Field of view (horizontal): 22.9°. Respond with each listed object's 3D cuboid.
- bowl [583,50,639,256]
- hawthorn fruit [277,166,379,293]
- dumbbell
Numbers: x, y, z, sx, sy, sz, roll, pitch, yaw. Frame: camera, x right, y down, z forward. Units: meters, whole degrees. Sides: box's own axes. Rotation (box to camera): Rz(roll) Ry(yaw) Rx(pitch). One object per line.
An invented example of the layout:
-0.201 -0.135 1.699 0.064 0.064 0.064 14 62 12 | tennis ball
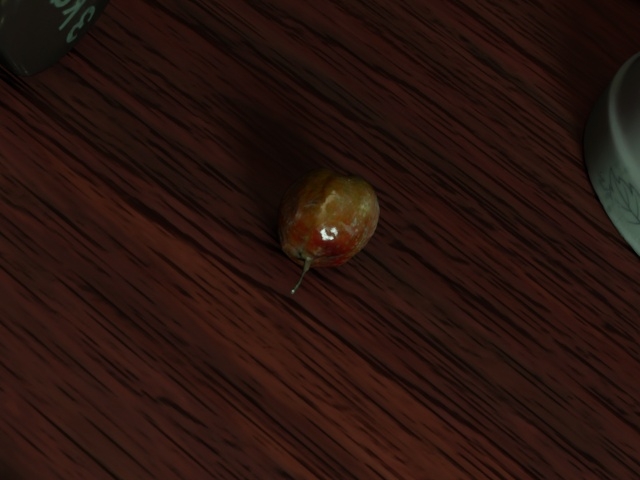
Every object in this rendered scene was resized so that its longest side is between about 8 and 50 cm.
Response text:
0.360 -0.076 1.210 0.286 0.144 0.287 12 47 -14 | bowl
0.000 0.000 1.036 0.066 0.067 0.103 21 57 -6 | hawthorn fruit
-0.249 -0.222 1.069 0.225 0.140 0.124 36 81 10 | dumbbell
